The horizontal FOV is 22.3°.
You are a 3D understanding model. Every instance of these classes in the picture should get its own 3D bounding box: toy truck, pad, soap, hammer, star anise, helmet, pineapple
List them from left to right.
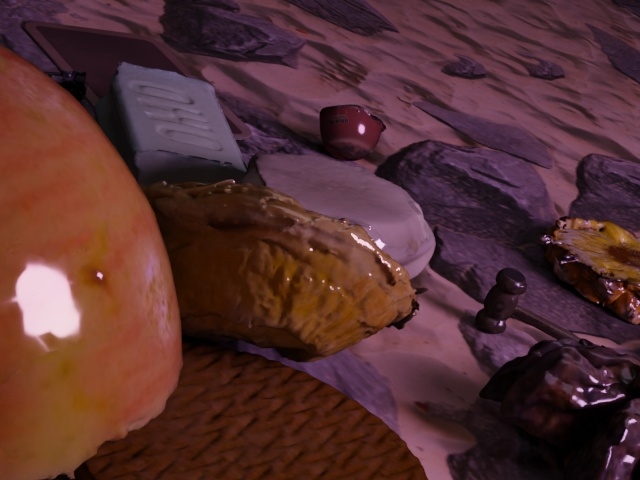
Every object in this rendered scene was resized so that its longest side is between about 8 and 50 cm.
[{"bbox_3d":[-0.261,-0.146,1.561,0.044,0.039,0.083,17,14,39],"label":"toy truck"},{"bbox_3d":[-0.196,-0.172,1.717,0.176,0.002,0.266,3,28,-36],"label":"pad"},{"bbox_3d":[-0.140,-0.092,1.502,0.115,0.063,0.198,11,25,-23],"label":"soap"},{"bbox_3d":[0.033,-0.107,1.703,0.065,0.049,0.084,-6,-20,29],"label":"helmet"},{"bbox_3d":[0.312,0.033,1.634,0.221,0.047,0.221,16,19,-6],"label":"pineapple"},{"bbox_3d":[0.275,0.114,1.416,0.292,0.058,0.029,28,28,6],"label":"hammer"},{"bbox_3d":[0.250,0.140,1.260,0.236,0.109,0.223,-3,36,-47],"label":"star anise"}]

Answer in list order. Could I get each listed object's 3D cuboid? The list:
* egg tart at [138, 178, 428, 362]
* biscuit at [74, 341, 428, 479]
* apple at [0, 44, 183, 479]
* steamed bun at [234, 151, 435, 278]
[{"bbox_3d":[-0.051,0.036,1.186,0.252,0.098,0.232,15,-18,0],"label":"egg tart"},{"bbox_3d":[-0.051,0.147,1.071,0.262,0.037,0.262,17,23,-8],"label":"biscuit"},{"bbox_3d":[-0.226,0.006,1.019,0.314,0.252,0.309,54,32,1],"label":"apple"},{"bbox_3d":[0.000,0.000,1.362,0.183,0.106,0.183,15,20,-6],"label":"steamed bun"}]
